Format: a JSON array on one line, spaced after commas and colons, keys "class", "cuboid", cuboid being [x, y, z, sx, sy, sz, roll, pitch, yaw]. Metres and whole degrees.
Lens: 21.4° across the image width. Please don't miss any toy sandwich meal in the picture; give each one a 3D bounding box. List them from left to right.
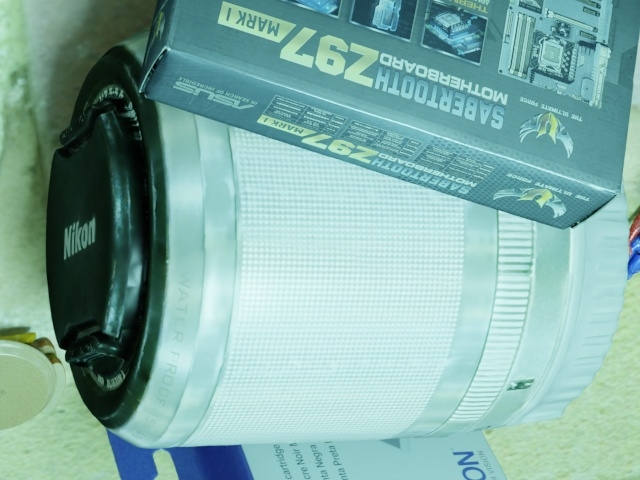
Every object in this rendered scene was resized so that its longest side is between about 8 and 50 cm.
[{"class": "toy sandwich meal", "cuboid": [-0.200, 0.085, 1.052, 0.085, 0.029, 0.086, -8, 131, -9]}]

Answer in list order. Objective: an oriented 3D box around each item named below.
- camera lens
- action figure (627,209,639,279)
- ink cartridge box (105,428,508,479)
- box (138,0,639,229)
[{"class": "camera lens", "cuboid": [0.000, 0.000, 0.927, 0.274, 0.219, 0.219, 1, 128, -23]}, {"class": "action figure", "cuboid": [0.216, 0.007, 1.153, 0.038, 0.030, 0.115, 24, 115, -30]}, {"class": "ink cartridge box", "cuboid": [-0.010, 0.127, 1.030, 0.224, 0.223, 0.045, -3, 129, -21]}, {"class": "box", "cuboid": [0.044, -0.125, 0.830, 0.232, 0.183, 0.059, 16, 156, -13]}]
